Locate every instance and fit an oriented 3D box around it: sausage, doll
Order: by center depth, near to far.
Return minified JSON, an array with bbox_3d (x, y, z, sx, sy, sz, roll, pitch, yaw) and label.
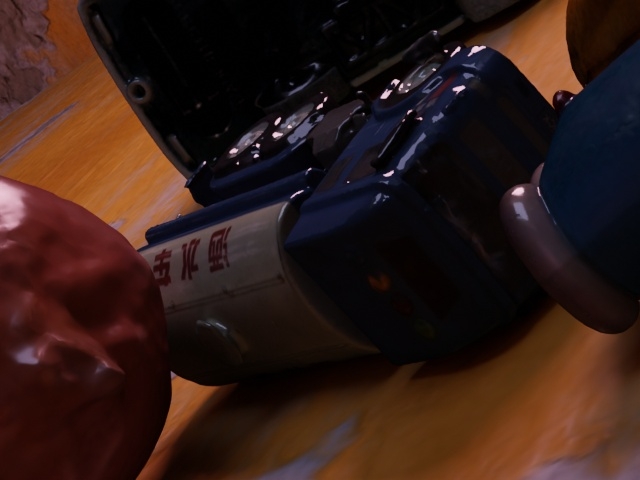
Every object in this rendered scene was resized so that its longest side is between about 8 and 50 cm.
[{"bbox_3d":[0.112,-0.041,0.409,0.152,0.085,0.114,-43,-2,22],"label":"doll"},{"bbox_3d":[-0.137,0.053,0.594,0.148,0.148,0.254,-42,15,-25],"label":"sausage"}]

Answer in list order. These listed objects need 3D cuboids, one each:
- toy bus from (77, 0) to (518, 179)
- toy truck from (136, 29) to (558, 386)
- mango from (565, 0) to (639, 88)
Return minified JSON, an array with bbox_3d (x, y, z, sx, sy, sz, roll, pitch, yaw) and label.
[{"bbox_3d":[0.019,-0.159,0.974,0.271,0.133,0.165,-29,9,22],"label":"toy bus"},{"bbox_3d":[0.000,0.000,0.568,0.088,0.074,0.201,-49,16,-27],"label":"toy truck"},{"bbox_3d":[0.136,-0.100,0.539,0.105,0.084,0.159,-38,11,-32],"label":"mango"}]
